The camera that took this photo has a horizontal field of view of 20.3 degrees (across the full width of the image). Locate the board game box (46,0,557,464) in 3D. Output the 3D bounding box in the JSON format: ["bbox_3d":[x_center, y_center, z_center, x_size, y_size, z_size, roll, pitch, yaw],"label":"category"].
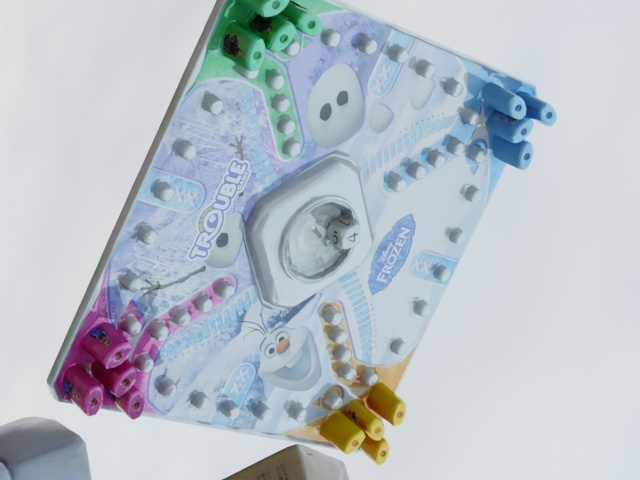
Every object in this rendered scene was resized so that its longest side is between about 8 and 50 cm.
[{"bbox_3d":[0.000,0.000,1.540,0.050,0.390,0.390,35,-77,44],"label":"board game box"}]

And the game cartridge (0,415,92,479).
[{"bbox_3d":[-0.176,0.267,0.693,0.068,0.230,0.355,16,-65,54],"label":"game cartridge"}]

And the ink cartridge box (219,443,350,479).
[{"bbox_3d":[-0.045,0.310,1.424,0.193,0.088,0.235,-28,-118,21],"label":"ink cartridge box"}]
